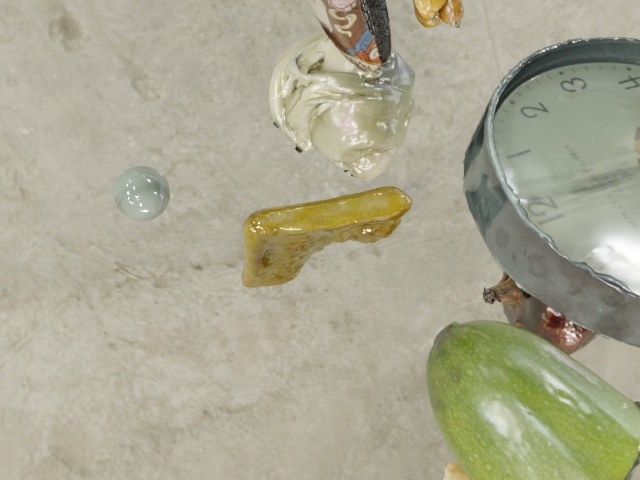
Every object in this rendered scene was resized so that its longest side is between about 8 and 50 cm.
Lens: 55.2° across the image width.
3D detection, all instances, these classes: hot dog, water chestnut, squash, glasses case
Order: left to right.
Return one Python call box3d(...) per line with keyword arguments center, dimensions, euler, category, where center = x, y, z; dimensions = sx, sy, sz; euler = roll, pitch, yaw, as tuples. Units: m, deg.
box3d(center=(0.012, -0.325, 0.712), dimensions=(0.082, 0.122, 0.321), euler=(-36, 148, 0), category="glasses case")
box3d(center=(0.142, -0.397, 0.794), dimensions=(0.072, 0.109, 0.270), euler=(-9, 83, 17), category="hot dog")
box3d(center=(0.314, 0.274, 1.021), dimensions=(0.309, 0.310, 0.310), euler=(44, 70, 3), category="squash")
box3d(center=(0.570, 0.129, 1.570), dimensions=(0.302, 0.350, 0.351), euler=(0, 88, -3), category="water chestnut")

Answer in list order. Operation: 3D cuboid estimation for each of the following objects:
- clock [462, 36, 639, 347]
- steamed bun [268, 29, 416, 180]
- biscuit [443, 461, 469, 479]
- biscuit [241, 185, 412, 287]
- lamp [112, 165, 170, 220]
box3d(center=(0.280, -0.056, 0.516), dimensions=(0.312, 0.061, 0.313), euler=(1, 55, -2), category="clock")
box3d(center=(0.062, -0.274, 1.082), dimensions=(0.268, 0.207, 0.280), euler=(35, 43, -21), category="steamed bun")
box3d(center=(0.310, 0.583, 1.234), dimensions=(0.309, 0.204, 0.040), euler=(-50, 127, -50), category="biscuit")
box3d(center=(0.000, 0.000, 0.675), dimensions=(0.183, 0.174, 0.039), euler=(-12, 67, -10), category="biscuit")
box3d(center=(-0.328, -0.086, 1.125), dimensions=(0.105, 0.105, 0.105), euler=(1, 88, -26), category="lamp")
